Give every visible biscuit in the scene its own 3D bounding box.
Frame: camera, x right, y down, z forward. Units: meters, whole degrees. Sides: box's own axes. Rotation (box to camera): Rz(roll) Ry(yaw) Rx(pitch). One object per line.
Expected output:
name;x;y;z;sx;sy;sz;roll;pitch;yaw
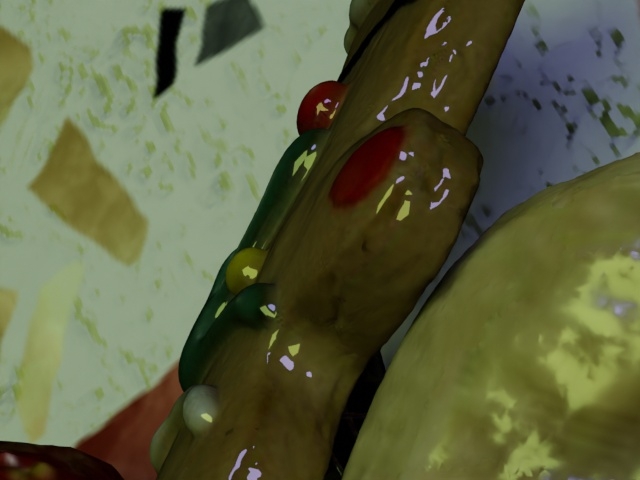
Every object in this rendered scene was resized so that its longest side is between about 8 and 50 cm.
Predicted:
biscuit;0.000;0.000;0.484;0.049;0.197;0.301;26;64;-5

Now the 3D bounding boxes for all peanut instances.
peanut;0.057;0.091;0.393;0.122;0.137;0.253;26;75;-8

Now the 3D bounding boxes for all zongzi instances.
zongzi;0.015;0.083;0.558;0.083;0.067;0.073;-46;49;-10

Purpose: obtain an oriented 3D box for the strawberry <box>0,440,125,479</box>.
strawberry;-0.133;0.221;0.466;0.292;0.292;0.343;-22;68;23
